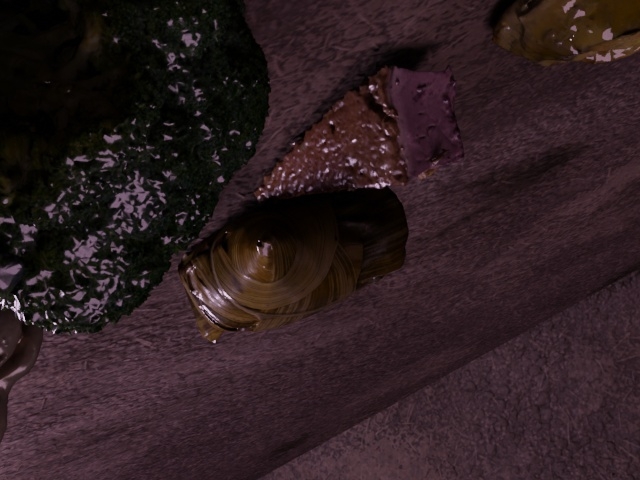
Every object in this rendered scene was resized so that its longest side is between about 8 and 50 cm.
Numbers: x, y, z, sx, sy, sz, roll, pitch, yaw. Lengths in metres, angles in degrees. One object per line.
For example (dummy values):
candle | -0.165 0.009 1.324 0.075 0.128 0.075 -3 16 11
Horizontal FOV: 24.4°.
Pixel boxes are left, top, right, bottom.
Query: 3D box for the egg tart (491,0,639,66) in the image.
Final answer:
egg tart | 0.293 -0.233 1.498 0.232 0.098 0.252 -30 167 26

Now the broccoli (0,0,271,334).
broccoli | -0.174 -0.104 0.965 0.283 0.321 0.304 14 170 -1

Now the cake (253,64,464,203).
cake | 0.040 -0.084 1.561 0.116 0.113 0.295 -12 171 -33

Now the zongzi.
zongzi | 0.000 0.000 1.664 0.286 0.134 0.288 -23 172 -22

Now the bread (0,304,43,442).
bread | -0.429 0.171 1.522 0.337 0.183 0.102 -29 155 10
